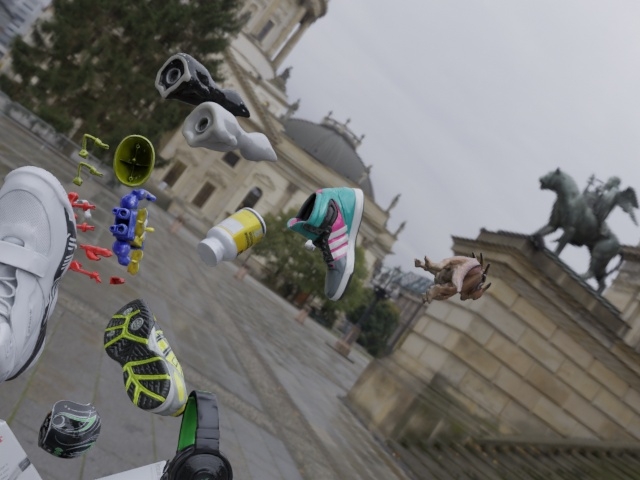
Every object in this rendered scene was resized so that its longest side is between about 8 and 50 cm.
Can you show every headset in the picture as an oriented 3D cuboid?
[{"bbox_3d":[-0.301,0.522,1.310,0.185,0.393,0.243,9,-32,-20],"label":"headset"}]

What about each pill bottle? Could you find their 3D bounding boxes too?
[{"bbox_3d":[-0.242,-0.007,1.638,0.103,0.184,0.103,24,-47,28],"label":"pill bottle"}]

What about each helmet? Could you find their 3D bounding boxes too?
[{"bbox_3d":[-0.746,0.569,1.822,0.162,0.169,0.169,22,2,-28],"label":"helmet"}]

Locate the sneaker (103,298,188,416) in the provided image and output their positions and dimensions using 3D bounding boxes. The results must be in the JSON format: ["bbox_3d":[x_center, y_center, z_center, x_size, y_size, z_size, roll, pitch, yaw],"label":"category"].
[{"bbox_3d":[-0.449,0.308,1.569,0.384,0.145,0.147,56,-2,45],"label":"sneaker"}]

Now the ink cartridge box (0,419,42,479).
[{"bbox_3d":[-0.825,0.617,1.480,0.129,0.223,0.307,2,-61,39],"label":"ink cartridge box"}]

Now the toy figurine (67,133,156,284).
[{"bbox_3d":[-0.505,-0.066,1.522,0.192,0.362,0.217,5,-8,-3],"label":"toy figurine"}]

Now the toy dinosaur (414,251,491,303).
[{"bbox_3d":[0.353,0.087,1.517,0.201,0.127,0.295,-6,-8,-1],"label":"toy dinosaur"}]

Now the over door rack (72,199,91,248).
[{"bbox_3d":[-0.771,-0.001,1.557,0.240,0.324,0.108,3,60,-51],"label":"over door rack"}]

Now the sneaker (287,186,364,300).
[{"bbox_3d":[0.000,0.000,1.539,0.179,0.295,0.124,9,-1,-19],"label":"sneaker"}]

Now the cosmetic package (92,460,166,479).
[{"bbox_3d":[-0.676,0.841,1.836,0.454,0.161,0.230,-10,4,-19],"label":"cosmetic package"}]

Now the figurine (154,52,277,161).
[{"bbox_3d":[-0.189,-0.244,1.190,0.209,0.092,0.214,12,42,-57],"label":"figurine"}]

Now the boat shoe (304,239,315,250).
[{"bbox_3d":[-0.021,-0.003,1.786,0.035,0.035,0.100,25,35,7],"label":"boat shoe"}]

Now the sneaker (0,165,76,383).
[{"bbox_3d":[-0.484,0.072,0.920,0.138,0.365,0.210,15,9,-7],"label":"sneaker"}]
